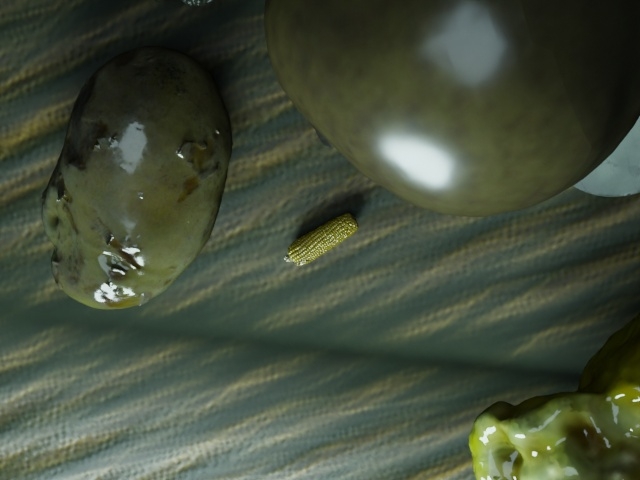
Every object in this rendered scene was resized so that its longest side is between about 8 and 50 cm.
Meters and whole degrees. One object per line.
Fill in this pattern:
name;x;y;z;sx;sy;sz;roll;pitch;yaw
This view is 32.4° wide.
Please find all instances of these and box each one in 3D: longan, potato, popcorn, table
longan;0.110;-0.170;0.895;0.319;0.319;0.319;2;107;6
potato;-0.171;-0.055;1.043;0.165;0.165;0.262;27;112;-2
popcorn;0.339;0.208;1.028;0.334;0.293;0.292;-36;60;-12
table;0.272;-0.110;1.027;0.133;0.043;0.133;2;107;7

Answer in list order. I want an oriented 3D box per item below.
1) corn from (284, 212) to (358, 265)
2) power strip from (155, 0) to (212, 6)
corn;0.000;0.000;1.102;0.083;0.028;0.027;-30;96;11
power strip;-0.131;-0.350;1.006;0.092;0.034;0.268;-7;106;9
